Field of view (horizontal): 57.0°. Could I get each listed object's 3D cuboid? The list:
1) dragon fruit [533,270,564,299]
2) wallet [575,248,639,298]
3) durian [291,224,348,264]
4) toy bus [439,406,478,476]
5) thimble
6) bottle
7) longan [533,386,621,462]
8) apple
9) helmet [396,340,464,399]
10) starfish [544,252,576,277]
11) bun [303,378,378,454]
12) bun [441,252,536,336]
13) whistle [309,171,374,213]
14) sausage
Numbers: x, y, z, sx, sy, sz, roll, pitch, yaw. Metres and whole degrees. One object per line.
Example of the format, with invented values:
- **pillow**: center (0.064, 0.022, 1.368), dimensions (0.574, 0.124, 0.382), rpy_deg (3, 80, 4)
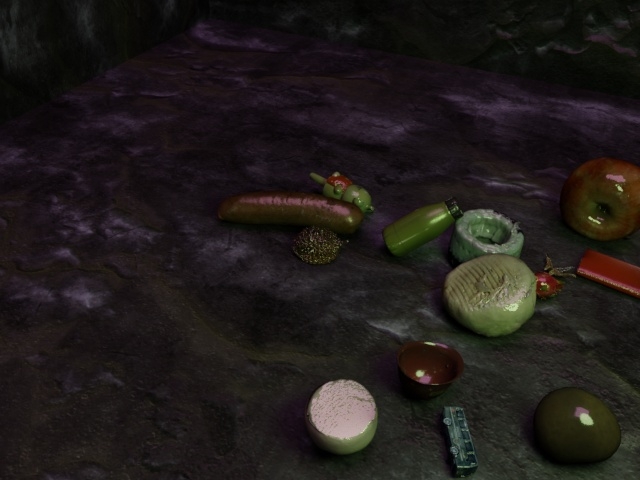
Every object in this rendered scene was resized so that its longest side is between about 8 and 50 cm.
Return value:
- **dragon fruit**: center (0.678, 0.137, 1.783), dimensions (0.116, 0.081, 0.086), rpy_deg (6, 28, 7)
- **wallet**: center (0.924, 0.104, 1.863), dimensions (0.204, 0.045, 0.142), rpy_deg (23, 42, 24)
- **durian**: center (0.000, 0.000, 1.914), dimensions (0.189, 0.091, 0.148), rpy_deg (-2, 39, -8)
- **toy bus**: center (0.320, 0.466, 1.374), dimensions (0.065, 0.047, 0.166), rpy_deg (3, 38, -5)
- **thimble**: center (0.524, 0.017, 1.871), dimensions (0.237, 0.150, 0.237), rpy_deg (1, 40, -1)
- **bottle**: center (0.329, -0.049, 1.880), dimensions (0.260, 0.112, 0.112), rpy_deg (-30, 34, 20)
- **longan**: center (0.586, 0.426, 1.353), dimensions (0.189, 0.189, 0.189), rpy_deg (1, 38, -1)
- **apple**: center (0.967, -0.148, 1.996), dimensions (0.302, 0.301, 0.301), rpy_deg (1, 38, -1)
- **helmet**: center (0.269, 0.336, 1.487), dimensions (0.175, 0.106, 0.155), rpy_deg (-19, 42, -30)
- **starfish**: center (0.746, 0.088, 1.881), dimensions (0.133, 0.041, 0.130), rpy_deg (9, 28, -14)
- **bun**: center (0.047, 0.416, 1.366), dimensions (0.173, 0.120, 0.172), rpy_deg (-1, 45, 1)
- **bun**: center (0.482, 0.161, 1.674), dimensions (0.273, 0.168, 0.273), rpy_deg (-17, 38, 13)
- **whistle**: center (0.077, -0.175, 2.115), dimensions (0.288, 0.106, 0.131), rpy_deg (34, 8, 28)
- **sausage**: center (-0.101, -0.103, 2.019), dimensions (0.501, 0.123, 0.136), rpy_deg (6, 68, 5)
